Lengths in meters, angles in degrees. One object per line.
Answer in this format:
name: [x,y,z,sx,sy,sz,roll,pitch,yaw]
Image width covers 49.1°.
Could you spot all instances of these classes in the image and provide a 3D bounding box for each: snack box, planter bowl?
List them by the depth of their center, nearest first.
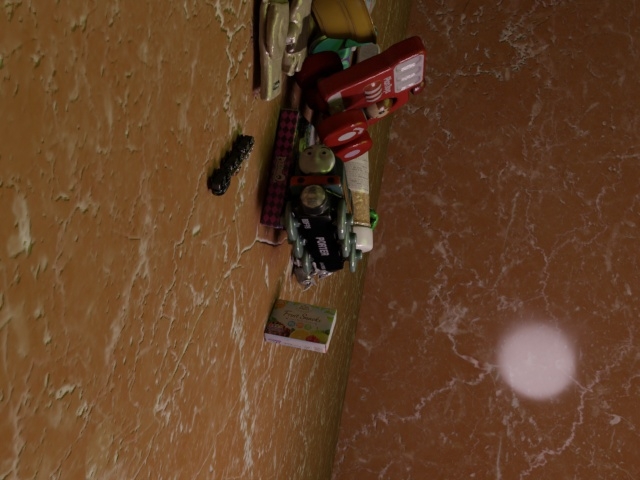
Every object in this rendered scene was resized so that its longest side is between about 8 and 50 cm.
planter bowl: [0.022,-0.458,1.343,0.217,0.090,0.217,63,4,-9]
snack box: [-0.043,0.188,1.555,0.037,0.141,0.100,88,15,-46]

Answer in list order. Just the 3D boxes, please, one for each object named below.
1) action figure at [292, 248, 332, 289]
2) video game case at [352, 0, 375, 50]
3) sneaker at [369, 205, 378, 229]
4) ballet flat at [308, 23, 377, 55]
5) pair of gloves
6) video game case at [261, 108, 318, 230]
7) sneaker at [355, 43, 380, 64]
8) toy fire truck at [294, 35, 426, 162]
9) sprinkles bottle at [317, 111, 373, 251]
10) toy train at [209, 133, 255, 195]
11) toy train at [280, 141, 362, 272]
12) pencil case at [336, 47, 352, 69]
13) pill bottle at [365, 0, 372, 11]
action figure: [0.000,0.000,1.754,0.185,0.099,0.285,92,15,-60]
video game case: [0.114,-0.720,1.855,0.300,0.036,0.329,-70,166,-45]
sneaker: [0.103,-0.056,2.122,0.343,0.146,0.134,-34,133,-77]
ballet flat: [0.037,-0.455,1.551,0.213,0.068,0.072,-25,160,-39]
pair of gloves: [-0.062,-0.369,1.210,0.240,0.042,0.204,-62,163,-54]
video game case: [-0.059,-0.134,1.443,0.210,0.041,0.232,12,88,-80]
sneaker: [0.132,-0.438,2.068,0.151,0.094,0.256,65,37,-78]
toy fire truck: [0.100,-0.298,1.445,0.302,0.253,0.169,44,24,-78]
sprinkles bottle: [0.056,-0.149,1.643,0.121,0.121,0.356,44,43,-78]
toy train: [-0.134,-0.118,1.088,0.158,0.027,0.036,-67,167,-50]
toy train: [0.006,-0.055,1.417,0.334,0.142,0.190,70,19,-65]
pencil case: [0.039,-0.431,1.639,0.070,0.064,0.152,-8,107,-76]
pill bottle: [0.065,-0.551,1.601,0.160,0.087,0.087,-42,141,-73]
